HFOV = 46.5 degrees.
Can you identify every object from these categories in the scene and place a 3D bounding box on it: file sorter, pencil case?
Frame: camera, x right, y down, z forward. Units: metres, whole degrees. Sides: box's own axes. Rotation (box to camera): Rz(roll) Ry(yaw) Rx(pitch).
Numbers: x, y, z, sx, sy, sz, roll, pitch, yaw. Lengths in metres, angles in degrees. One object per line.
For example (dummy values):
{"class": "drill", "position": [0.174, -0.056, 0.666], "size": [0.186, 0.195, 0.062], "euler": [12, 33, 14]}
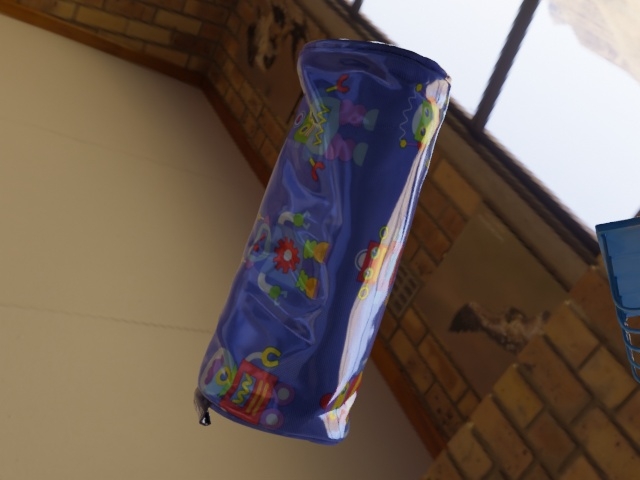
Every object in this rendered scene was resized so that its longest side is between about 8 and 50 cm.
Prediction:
{"class": "file sorter", "position": [0.355, 0.062, 0.745], "size": [0.170, 0.118, 0.104], "euler": [53, -146, -45]}
{"class": "pencil case", "position": [0.000, 0.000, 0.569], "size": [0.133, 0.306, 0.119], "euler": [20, -176, 37]}
